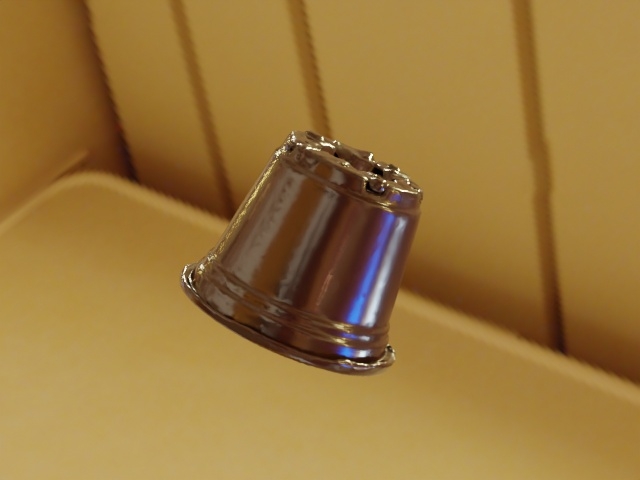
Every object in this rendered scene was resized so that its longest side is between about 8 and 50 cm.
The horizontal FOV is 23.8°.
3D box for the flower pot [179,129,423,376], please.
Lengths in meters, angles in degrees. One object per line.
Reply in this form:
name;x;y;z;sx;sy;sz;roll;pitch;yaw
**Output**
flower pot;0.000;0.000;0.716;0.111;0.111;0.089;30;-76;27
